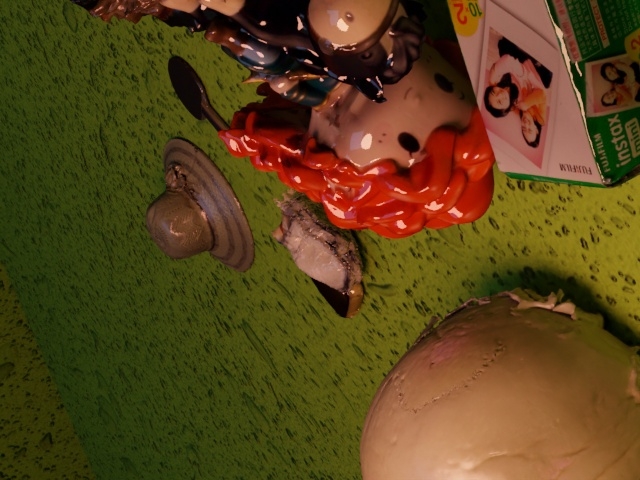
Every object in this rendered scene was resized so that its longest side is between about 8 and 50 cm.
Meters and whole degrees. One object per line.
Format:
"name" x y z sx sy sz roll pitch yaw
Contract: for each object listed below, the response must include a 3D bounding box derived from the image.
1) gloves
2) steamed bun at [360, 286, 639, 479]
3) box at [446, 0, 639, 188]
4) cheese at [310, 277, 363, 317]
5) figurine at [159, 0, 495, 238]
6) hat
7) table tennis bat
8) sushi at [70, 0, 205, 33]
"gloves" 0.003 -0.001 2.054 0.153 0.070 0.114 46 147 27
"steamed bun" 0.189 0.197 1.626 0.334 0.312 0.233 -9 112 57
"box" 0.212 -0.177 1.385 0.180 0.103 0.250 12 129 59
"cheese" 0.001 0.035 2.142 0.162 0.036 0.086 49 158 22
"figurine" 0.018 -0.173 1.502 0.306 0.241 0.411 5 152 27
"hat" -0.221 -0.031 2.414 0.252 0.110 0.252 43 152 31
"table tennis bat" -0.183 -0.210 2.244 0.158 0.014 0.095 49 154 25
"sushi" -0.220 -0.375 1.923 0.225 0.219 0.238 -60 27 26
